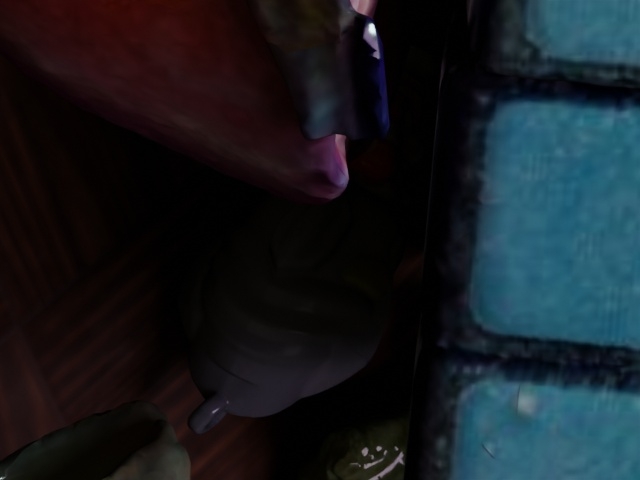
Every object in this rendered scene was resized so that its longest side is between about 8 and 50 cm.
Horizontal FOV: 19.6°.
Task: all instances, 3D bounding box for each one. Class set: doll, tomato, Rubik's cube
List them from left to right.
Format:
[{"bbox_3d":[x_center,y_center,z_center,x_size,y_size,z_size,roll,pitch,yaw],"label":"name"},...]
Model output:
[{"bbox_3d":[-0.043,-0.186,0.534,0.289,0.176,0.335,-69,163,-61],"label":"tomato"},{"bbox_3d":[0.000,0.000,0.721,0.180,0.079,0.094,-61,169,-22],"label":"doll"},{"bbox_3d":[0.212,-0.082,0.615,0.344,0.344,0.337,-74,167,-70],"label":"Rubik's cube"}]

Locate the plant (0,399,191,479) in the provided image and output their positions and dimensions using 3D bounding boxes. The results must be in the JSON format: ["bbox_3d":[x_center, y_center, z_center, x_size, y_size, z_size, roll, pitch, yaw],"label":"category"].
[{"bbox_3d":[-0.117,0.151,0.565,0.204,0.178,0.234,-5,96,-34],"label":"plant"}]

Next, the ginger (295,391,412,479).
[{"bbox_3d":[0.014,0.147,0.773,0.290,0.089,0.137,-53,153,-15],"label":"ginger"}]
